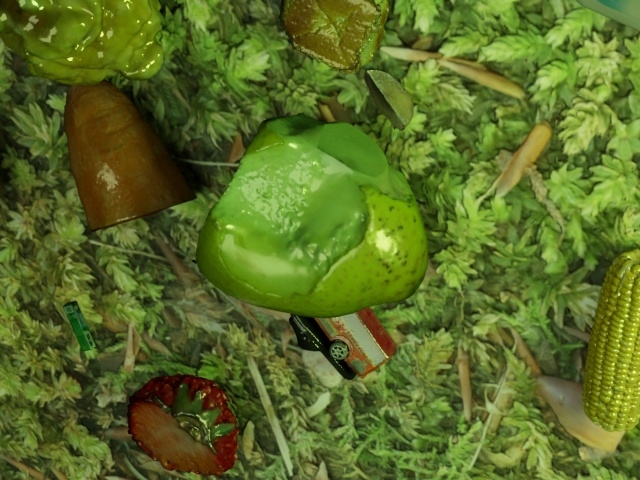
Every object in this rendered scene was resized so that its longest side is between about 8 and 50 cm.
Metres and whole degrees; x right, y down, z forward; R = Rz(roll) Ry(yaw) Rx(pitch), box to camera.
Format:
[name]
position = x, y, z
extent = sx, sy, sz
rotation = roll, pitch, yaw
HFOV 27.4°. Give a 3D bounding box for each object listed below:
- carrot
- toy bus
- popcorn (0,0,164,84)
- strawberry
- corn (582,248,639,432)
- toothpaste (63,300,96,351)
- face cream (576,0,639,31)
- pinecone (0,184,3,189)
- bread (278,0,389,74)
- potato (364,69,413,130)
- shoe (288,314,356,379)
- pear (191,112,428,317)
[carrot]
position = -0.290, -0.132, 1.878
extent = 0.159, 0.159, 0.225
rotation = -22, 88, 33
[toy bus]
position = 0.028, 0.101, 1.859
extent = 0.077, 0.065, 0.192
rotation = -33, 96, 23
[popcorn]
position = -0.331, -0.317, 1.752
extent = 0.241, 0.235, 0.250
rotation = -4, 125, 9
[strawberry]
position = -0.209, 0.275, 2.045
extent = 0.190, 0.111, 0.236
rotation = 44, 149, -10
[corn]
position = 0.388, 0.126, 1.665
extent = 0.093, 0.093, 0.244
rotation = 18, 119, 19
[toothpaste]
position = -0.388, 0.138, 2.114
extent = 0.020, 0.017, 0.083
rotation = -13, 106, 28
[face cream]
position = 0.444, -0.273, 1.441
extent = 0.336, 0.080, 0.163
rotation = 29, 128, 19
[pinecone]
position = -0.604, -0.109, 1.985
extent = 0.264, 0.264, 0.264
rotation = 11, 117, 22
[bread]
position = 0.016, -0.287, 1.677
extent = 0.140, 0.069, 0.128
rotation = 26, 123, 10
[potato]
position = 0.094, -0.184, 1.711
extent = 0.093, 0.036, 0.037
rotation = 56, 163, 16
[shoe]
position = -0.009, 0.143, 1.898
extent = 0.053, 0.062, 0.159
rotation = -35, 98, 37
[pear]
position = 0.000, 0.000, 1.722
extent = 0.281, 0.176, 0.286
rotation = 34, 107, 7
